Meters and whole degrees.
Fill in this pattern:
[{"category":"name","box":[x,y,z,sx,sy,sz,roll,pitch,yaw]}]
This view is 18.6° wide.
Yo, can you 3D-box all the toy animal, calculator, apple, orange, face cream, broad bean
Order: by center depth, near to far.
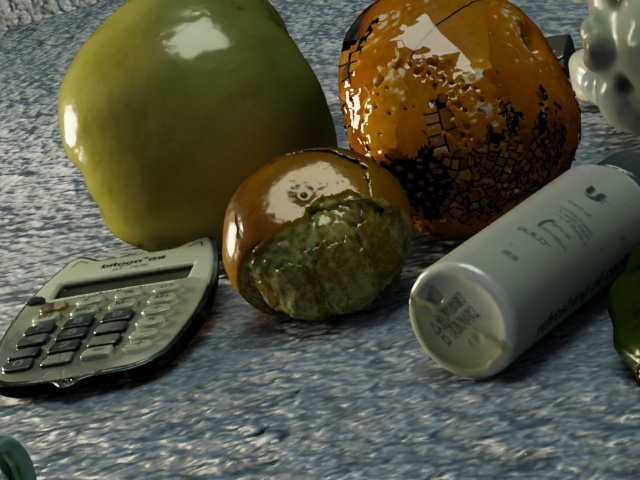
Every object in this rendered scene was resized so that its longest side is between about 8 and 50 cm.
[{"category":"broad bean","box":[0.235,0.038,1.383,0.060,0.043,0.297,4,22,16]},{"category":"face cream","box":[0.183,0.002,1.461,0.092,0.092,0.311,-1,20,37]},{"category":"orange","box":[0.000,0.000,1.566,0.156,0.134,0.157,-8,59,14]},{"category":"calculator","box":[-0.176,0.066,1.621,0.177,0.040,0.268,-9,17,14]},{"category":"orange","box":[0.117,-0.114,1.666,0.182,0.234,0.234,-39,0,34]},{"category":"apple","box":[-0.111,-0.110,1.805,0.262,0.262,0.262,-12,16,4]},{"category":"toy animal","box":[0.361,-0.209,1.849,0.241,0.196,0.367,-11,14,4]}]

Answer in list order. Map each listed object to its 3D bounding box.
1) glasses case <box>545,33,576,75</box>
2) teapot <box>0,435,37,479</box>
[{"category":"glasses case","box":[0.192,-0.195,2.207,0.190,0.042,0.072,-6,25,24]},{"category":"teapot","box":[-0.218,0.186,1.062,0.159,0.159,0.232,-5,18,26]}]
